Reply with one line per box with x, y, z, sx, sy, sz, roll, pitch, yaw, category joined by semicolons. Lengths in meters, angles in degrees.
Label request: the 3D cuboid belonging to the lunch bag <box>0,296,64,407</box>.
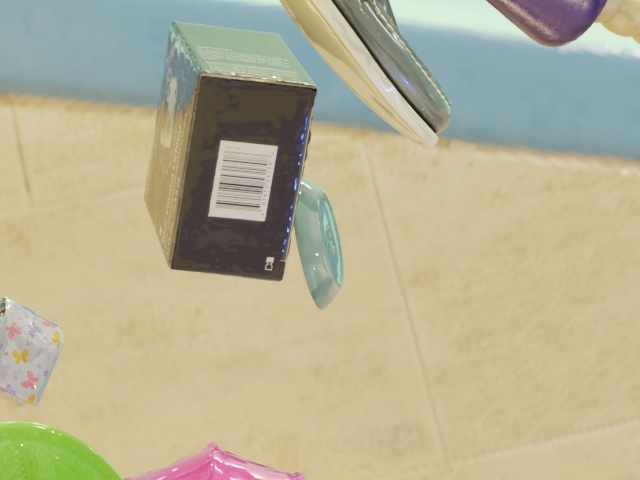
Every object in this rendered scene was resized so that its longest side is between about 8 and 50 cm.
-0.283;0.103;1.682;0.071;0.053;0.083;33;67;-30;lunch bag

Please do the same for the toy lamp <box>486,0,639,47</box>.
0.207;-0.129;1.098;0.274;0.080;0.080;19;67;-31;toy lamp

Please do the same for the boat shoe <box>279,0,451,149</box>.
0.009;-0.206;1.262;0.099;0.116;0.319;-39;104;-6;boat shoe

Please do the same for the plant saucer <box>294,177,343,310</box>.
0.000;0.000;1.567;0.021;0.119;0.119;-12;71;10;plant saucer

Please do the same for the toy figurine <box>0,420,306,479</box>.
-0.048;0.128;0.653;0.173;0.159;0.130;22;66;-38;toy figurine

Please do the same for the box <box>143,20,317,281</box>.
-0.073;-0.071;1.392;0.093;0.158;0.156;6;109;-15;box
